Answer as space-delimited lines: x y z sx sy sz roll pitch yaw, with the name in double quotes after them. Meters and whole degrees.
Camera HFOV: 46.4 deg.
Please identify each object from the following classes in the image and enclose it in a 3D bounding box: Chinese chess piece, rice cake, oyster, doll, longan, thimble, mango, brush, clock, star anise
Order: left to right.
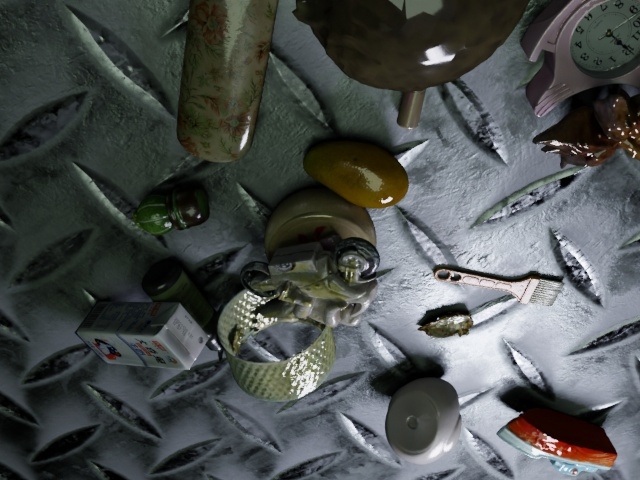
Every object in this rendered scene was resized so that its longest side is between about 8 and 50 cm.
-0.101 0.225 1.728 0.271 0.271 0.150 -7 129 6 "thimble"
0.000 0.000 1.654 0.249 0.103 0.250 1 129 1 "Chinese chess piece"
0.060 0.059 1.615 0.047 0.036 0.207 -18 130 19 "rice cake"
0.075 -0.142 1.551 0.227 0.099 0.136 19 127 -2 "mango"
0.132 -0.427 1.149 0.391 0.391 0.391 1 127 1 "longan"
0.292 0.485 1.984 0.221 0.221 0.251 16 98 -11 "doll"
0.312 0.206 1.849 0.132 0.029 0.086 8 121 -1 "oyster"
0.419 0.104 1.778 0.314 0.017 0.090 10 127 -6 "brush"
0.515 -0.340 1.397 0.275 0.080 0.290 34 122 -22 "clock"
0.572 -0.206 1.424 0.292 0.109 0.349 -9 169 27 "star anise"

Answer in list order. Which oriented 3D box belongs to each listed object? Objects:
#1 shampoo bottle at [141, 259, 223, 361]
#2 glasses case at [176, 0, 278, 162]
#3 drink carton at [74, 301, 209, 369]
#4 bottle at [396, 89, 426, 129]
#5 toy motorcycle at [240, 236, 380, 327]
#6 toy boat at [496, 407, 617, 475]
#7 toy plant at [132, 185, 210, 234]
-0.310 0.175 1.793 0.101 0.101 0.284 -22 124 17 "shampoo bottle"
-0.177 -0.336 1.401 0.156 0.098 0.425 12 127 -5 "glasses case"
-0.420 0.218 1.750 0.315 0.106 0.130 -4 134 38 "drink carton"
0.182 -0.271 1.479 0.045 0.045 0.096 8 125 -5 "bottle"
-0.003 0.101 1.583 0.340 0.108 0.223 -11 125 30 "toy motorcycle"
0.630 0.553 2.031 0.332 0.145 0.133 19 118 -17 "toy boat"
-0.327 -0.063 1.620 0.162 0.093 0.093 -12 126 14 "toy plant"
